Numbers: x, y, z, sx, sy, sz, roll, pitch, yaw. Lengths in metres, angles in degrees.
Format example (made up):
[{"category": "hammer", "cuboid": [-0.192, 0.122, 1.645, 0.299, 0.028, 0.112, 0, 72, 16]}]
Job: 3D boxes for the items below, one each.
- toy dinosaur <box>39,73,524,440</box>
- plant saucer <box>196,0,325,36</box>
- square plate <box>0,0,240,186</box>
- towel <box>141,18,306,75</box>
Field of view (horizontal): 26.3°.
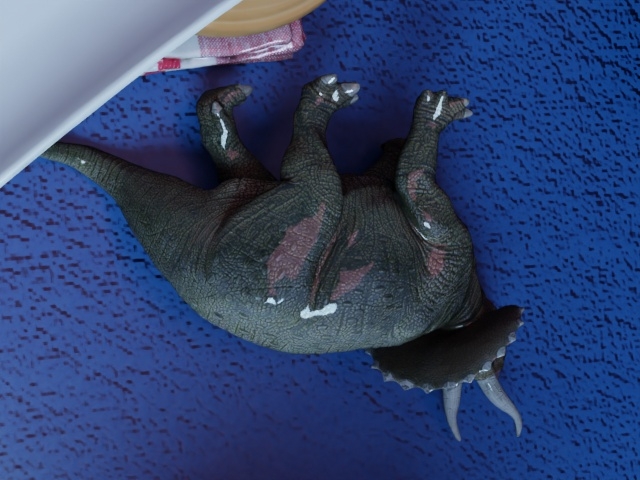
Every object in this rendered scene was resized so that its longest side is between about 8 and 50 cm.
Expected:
[{"category": "toy dinosaur", "cuboid": [0.000, 0.000, 0.736, 0.313, 0.121, 0.160, 14, 70, -24]}, {"category": "plant saucer", "cuboid": [-0.054, -0.209, 0.724, 0.200, 0.037, 0.200, 1, 88, -19]}, {"category": "square plate", "cuboid": [-0.183, -0.214, 0.647, 0.347, 0.049, 0.344, -38, 94, -7]}, {"category": "towel", "cuboid": [-0.176, -0.195, 0.717, 0.329, 0.037, 0.237, -10, 91, -21]}]
